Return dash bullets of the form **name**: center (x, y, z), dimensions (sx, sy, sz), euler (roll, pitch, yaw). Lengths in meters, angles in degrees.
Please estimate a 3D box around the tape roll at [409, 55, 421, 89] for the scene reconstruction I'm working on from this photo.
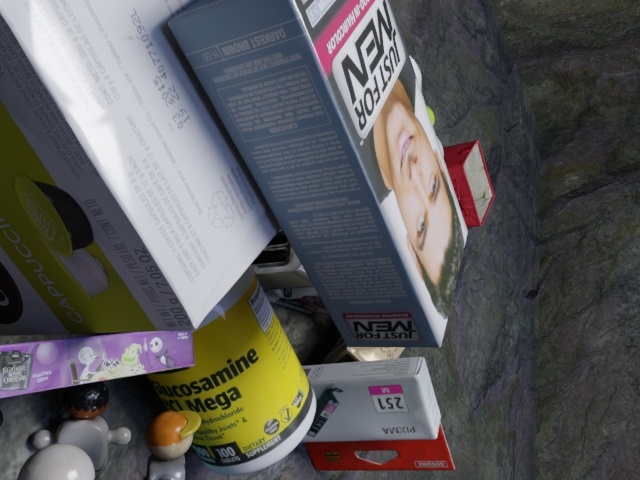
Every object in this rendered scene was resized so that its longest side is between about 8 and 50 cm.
- **tape roll**: center (0.045, -0.257, 1.088), dimensions (0.286, 0.286, 0.100), euler (28, 60, -52)

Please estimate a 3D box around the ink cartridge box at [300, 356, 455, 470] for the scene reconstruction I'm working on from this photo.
- **ink cartridge box**: center (0.067, 0.319, 0.992), dimensions (0.060, 0.275, 0.238), euler (-52, 128, -60)

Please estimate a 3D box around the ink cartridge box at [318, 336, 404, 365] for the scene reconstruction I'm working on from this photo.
- **ink cartridge box**: center (0.105, 0.181, 1.114), dimensions (0.088, 0.193, 0.234), euler (41, 54, 2)

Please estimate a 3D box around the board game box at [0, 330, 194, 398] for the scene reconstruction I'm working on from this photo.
- **board game box**: center (-0.310, 0.116, 0.516), dimensions (0.347, 0.208, 0.056), euler (7, 80, -57)

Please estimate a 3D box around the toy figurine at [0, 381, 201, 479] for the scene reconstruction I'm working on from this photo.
- **toy figurine**: center (-0.249, 0.227, 0.581), dimensions (0.210, 0.213, 0.148), euler (-5, 102, -58)

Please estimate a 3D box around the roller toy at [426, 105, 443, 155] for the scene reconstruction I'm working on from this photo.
- **roller toy**: center (0.094, -0.132, 0.952), dimensions (0.191, 0.209, 0.146), euler (-47, 117, -2)

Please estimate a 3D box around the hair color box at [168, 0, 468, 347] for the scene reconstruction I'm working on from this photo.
- **hair color box**: center (0.031, -0.086, 0.567), dimensions (0.374, 0.114, 0.185), euler (63, 36, -33)

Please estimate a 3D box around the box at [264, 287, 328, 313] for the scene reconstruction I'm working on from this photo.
- **box**: center (0.000, 0.000, 1.087), dimensions (0.163, 0.142, 0.247), euler (27, 60, -52)

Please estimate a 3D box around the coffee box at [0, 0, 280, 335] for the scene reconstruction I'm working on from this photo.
- **coffee box**: center (-0.229, -0.138, 0.579), dimensions (0.338, 0.335, 0.337), euler (-56, 130, -47)

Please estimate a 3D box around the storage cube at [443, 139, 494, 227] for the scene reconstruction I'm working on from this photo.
- **storage cube**: center (0.350, -0.147, 1.620), dimensions (0.215, 0.193, 0.183), euler (-50, 124, -49)

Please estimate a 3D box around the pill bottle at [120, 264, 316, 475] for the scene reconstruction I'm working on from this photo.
- **pill bottle**: center (-0.148, 0.133, 0.784), dimensions (0.188, 0.188, 0.333), euler (-52, 125, -49)

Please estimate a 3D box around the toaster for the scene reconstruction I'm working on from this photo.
- **toaster**: center (-0.059, -0.007, 0.957), dimensions (0.110, 0.186, 0.168), euler (32, 58, -59)
